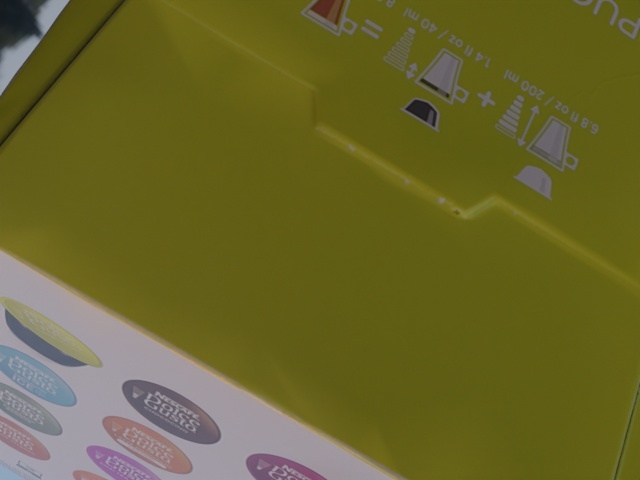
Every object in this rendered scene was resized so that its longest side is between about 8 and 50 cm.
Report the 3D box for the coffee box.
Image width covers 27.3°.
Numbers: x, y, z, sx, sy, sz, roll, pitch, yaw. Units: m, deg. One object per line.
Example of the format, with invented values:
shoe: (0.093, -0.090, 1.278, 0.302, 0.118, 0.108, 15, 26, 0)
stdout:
coffee box: (0.000, 0.000, 0.759, 0.338, 0.337, 0.334, -62, -175, -28)
